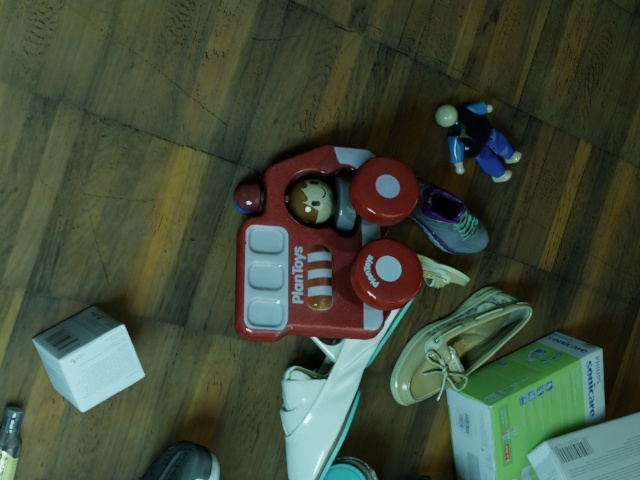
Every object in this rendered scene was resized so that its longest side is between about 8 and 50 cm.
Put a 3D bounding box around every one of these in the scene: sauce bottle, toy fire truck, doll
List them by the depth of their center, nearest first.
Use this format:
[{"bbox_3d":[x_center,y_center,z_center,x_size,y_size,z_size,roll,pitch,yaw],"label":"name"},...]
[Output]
[{"bbox_3d":[-0.420,0.284,1.450,0.042,0.042,0.128,11,93,-37],"label":"sauce bottle"},{"bbox_3d":[0.000,0.000,1.580,0.254,0.169,0.302,4,70,-15],"label":"toy fire truck"},{"bbox_3d":[0.256,-0.165,1.815,0.189,0.046,0.129,35,79,-36],"label":"doll"}]

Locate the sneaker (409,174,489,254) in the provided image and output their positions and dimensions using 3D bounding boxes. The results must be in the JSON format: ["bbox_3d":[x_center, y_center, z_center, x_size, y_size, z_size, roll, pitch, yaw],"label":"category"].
[{"bbox_3d":[0.217,-0.029,1.788,0.224,0.098,0.083,30,84,-36],"label":"sneaker"}]

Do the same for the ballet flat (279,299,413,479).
[{"bbox_3d":[0.016,0.191,1.698,0.139,0.139,0.400,36,76,-36],"label":"ballet flat"}]

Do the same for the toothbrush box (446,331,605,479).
[{"bbox_3d":[0.376,0.317,1.973,0.283,0.122,0.206,-21,114,-29],"label":"toothbrush box"}]

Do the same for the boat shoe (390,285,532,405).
[{"bbox_3d":[0.237,0.180,1.859,0.285,0.089,0.104,-41,122,-20],"label":"boat shoe"}]

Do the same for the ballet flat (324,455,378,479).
[{"bbox_3d":[-0.031,0.562,1.747,0.483,0.164,0.182,-61,149,-1],"label":"ballet flat"}]

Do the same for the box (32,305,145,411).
[{"bbox_3d":[-0.309,0.156,1.458,0.102,0.101,0.087,-29,117,-27],"label":"box"}]

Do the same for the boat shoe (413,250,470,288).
[{"bbox_3d":[0.189,0.055,1.823,0.135,0.050,0.045,22,92,-27],"label":"boat shoe"}]

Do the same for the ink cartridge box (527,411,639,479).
[{"bbox_3d":[0.537,0.443,1.904,0.296,0.261,0.066,-7,149,-35],"label":"ink cartridge box"}]

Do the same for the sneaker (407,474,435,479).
[{"bbox_3d":[0.129,0.554,1.851,0.134,0.146,0.343,28,103,-2],"label":"sneaker"}]

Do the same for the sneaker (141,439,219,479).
[{"bbox_3d":[-0.166,0.504,1.579,0.257,0.169,0.447,14,103,-23],"label":"sneaker"}]
